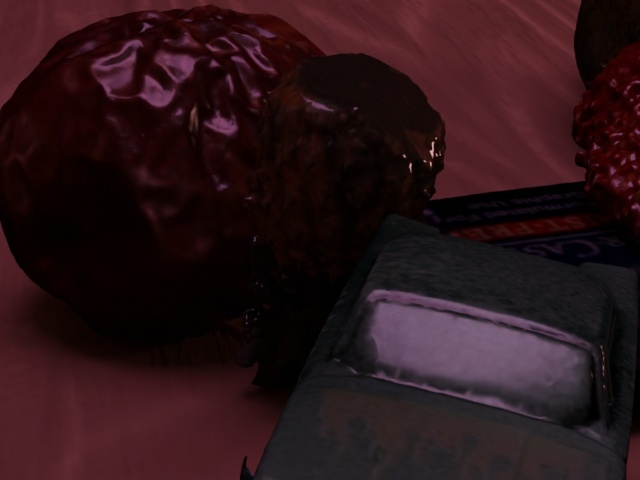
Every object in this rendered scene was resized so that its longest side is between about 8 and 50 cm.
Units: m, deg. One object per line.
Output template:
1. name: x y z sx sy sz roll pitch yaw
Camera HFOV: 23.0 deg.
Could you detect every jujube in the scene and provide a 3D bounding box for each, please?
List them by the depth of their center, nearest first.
1. jujube: -0.082 -0.050 0.978 0.213 0.212 0.232 10 25 22

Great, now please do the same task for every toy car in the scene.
1. toy car: 0.058 0.058 0.639 0.141 0.097 0.320 14 19 8

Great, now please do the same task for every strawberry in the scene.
1. strawberry: 0.231 -0.069 0.905 0.167 0.087 0.208 3 23 1

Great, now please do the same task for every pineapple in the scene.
1. pineapple: 0.000 0.000 0.856 0.108 0.197 0.108 12 30 -7

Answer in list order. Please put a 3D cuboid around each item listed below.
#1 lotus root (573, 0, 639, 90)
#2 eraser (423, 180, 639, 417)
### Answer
1. lotus root: 0.333 -0.194 1.315 0.251 0.250 0.346 6 27 13
2. eraser: 0.201 0.027 0.912 0.332 0.101 0.155 -8 24 -20
